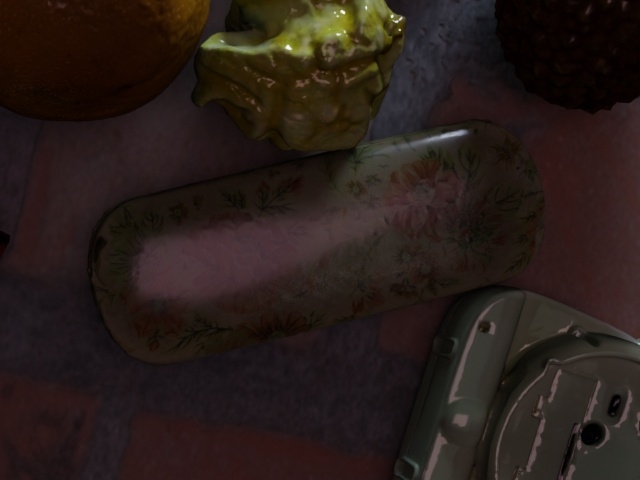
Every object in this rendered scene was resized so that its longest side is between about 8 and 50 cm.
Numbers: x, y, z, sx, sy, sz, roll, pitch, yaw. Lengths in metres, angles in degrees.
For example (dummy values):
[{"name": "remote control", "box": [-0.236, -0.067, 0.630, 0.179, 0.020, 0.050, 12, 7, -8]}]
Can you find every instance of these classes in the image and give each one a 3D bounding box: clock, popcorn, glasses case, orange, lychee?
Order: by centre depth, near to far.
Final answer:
[{"name": "orange", "box": [-0.214, -0.234, 1.598, 0.264, 0.264, 0.264, 0, 92, -12]}, {"name": "popcorn", "box": [-0.015, -0.172, 1.680, 0.167, 0.185, 0.187, 20, 97, 0]}, {"name": "lychee", "box": [0.270, -0.245, 1.714, 0.236, 0.236, 0.271, 18, 113, -12]}, {"name": "glasses case", "box": [0.000, 0.000, 1.727, 0.425, 0.098, 0.156, -14, 96, -11]}, {"name": "clock", "box": [0.244, 0.199, 1.780, 0.324, 0.108, 0.265, 16, 88, -12]}]

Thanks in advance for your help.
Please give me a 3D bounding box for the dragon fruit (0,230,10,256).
[{"name": "dragon fruit", "box": [-0.345, 0.064, 1.652, 0.092, 0.122, 0.192, 28, 83, -26]}]
